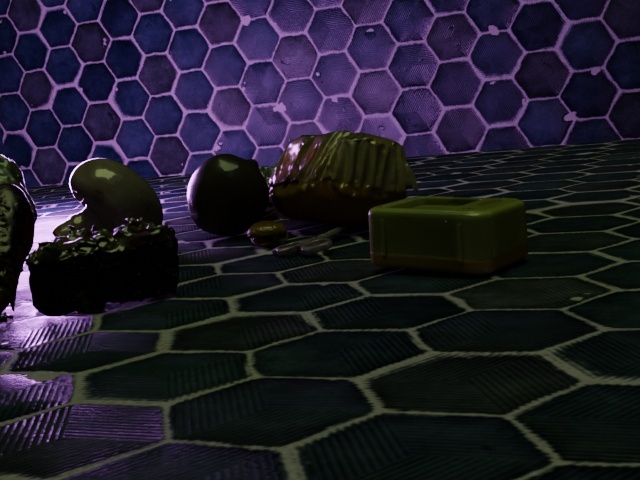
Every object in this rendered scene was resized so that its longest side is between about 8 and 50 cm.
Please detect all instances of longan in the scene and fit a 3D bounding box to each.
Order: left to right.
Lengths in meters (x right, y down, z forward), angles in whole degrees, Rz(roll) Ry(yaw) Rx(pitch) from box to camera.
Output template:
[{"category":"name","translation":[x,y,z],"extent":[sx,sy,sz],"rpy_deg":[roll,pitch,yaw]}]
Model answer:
[{"category":"longan","translation":[-0.185,-0.090,1.877],"extent":[0.189,0.189,0.189],"rpy_deg":[-6,9,1]}]

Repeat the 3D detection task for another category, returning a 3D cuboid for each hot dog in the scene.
[{"category":"hot dog","translation":[-0.486,0.005,1.313],"extent":[0.162,0.082,0.270],"rpy_deg":[27,35,-29]}]

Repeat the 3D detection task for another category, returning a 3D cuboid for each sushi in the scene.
[{"category":"sushi","translation":[-0.312,0.033,1.337],"extent":[0.212,0.115,0.147],"rpy_deg":[-11,10,-21]}]

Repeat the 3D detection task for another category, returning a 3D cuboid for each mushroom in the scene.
[{"category":"mushroom","translation":[-0.416,-0.060,1.833],"extent":[0.206,0.206,0.209],"rpy_deg":[1,33,37]}]

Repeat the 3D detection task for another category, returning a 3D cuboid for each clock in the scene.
[{"category":"clock","translation":[0.180,-0.009,1.325],"extent":[0.202,0.096,0.143],"rpy_deg":[3,10,41]}]

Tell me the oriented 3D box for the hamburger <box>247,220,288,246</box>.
[{"category":"hamburger","translation":[-0.097,-0.013,1.714],"extent":[0.076,0.044,0.083],"rpy_deg":[-8,12,-6]}]

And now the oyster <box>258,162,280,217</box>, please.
[{"category":"oyster","translation":[-0.093,-0.123,2.144],"extent":[0.351,0.158,0.162],"rpy_deg":[-17,40,19]}]

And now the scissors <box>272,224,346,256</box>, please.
[{"category":"scissors","translation":[0.000,-0.001,1.637],"extent":[0.110,0.021,0.212],"rpy_deg":[-5,8,26]}]

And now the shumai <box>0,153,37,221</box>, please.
[{"category":"shumai","translation":[-0.614,0.028,1.515],"extent":[0.309,0.304,0.263],"rpy_deg":[-4,-26,-15]}]

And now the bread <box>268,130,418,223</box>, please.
[{"category":"bread","translation":[0.030,-0.112,1.868],"extent":[0.236,0.183,0.388],"rpy_deg":[12,-5,-14]}]
